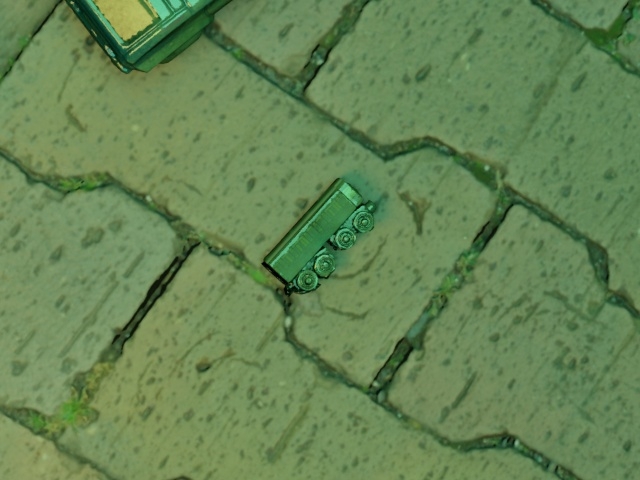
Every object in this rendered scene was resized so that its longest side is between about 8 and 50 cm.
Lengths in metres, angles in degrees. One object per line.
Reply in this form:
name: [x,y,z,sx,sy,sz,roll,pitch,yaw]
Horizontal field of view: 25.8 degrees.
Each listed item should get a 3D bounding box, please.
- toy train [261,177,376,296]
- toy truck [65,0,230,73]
toy train: [0.000,0.000,1.614,0.071,0.038,0.148,42,85,-6]
toy truck: [-0.138,-0.308,1.518,0.279,0.156,0.155,-38,98,-5]
